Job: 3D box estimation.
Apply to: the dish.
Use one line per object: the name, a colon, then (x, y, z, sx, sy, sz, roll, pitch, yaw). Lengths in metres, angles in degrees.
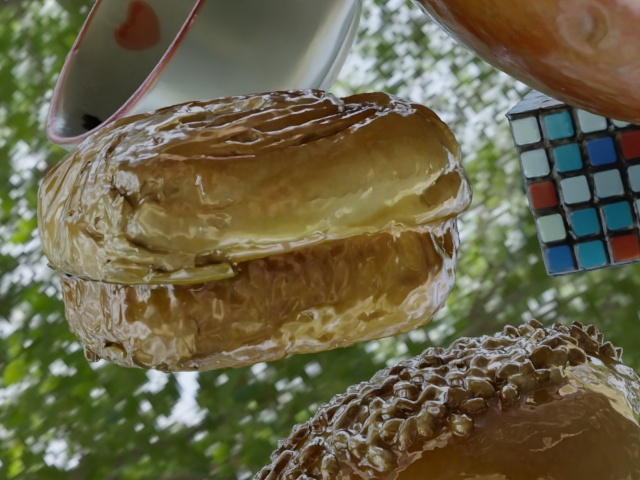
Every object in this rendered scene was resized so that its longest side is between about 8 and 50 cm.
dish: (-0.058, -0.134, 1.145, 0.117, 0.256, 0.256, 31, -126, -22)

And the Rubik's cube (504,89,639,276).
Rubik's cube: (0.317, -0.082, 1.914, 0.184, 0.187, 0.182, -40, -63, -66)

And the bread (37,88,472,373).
bread: (-0.033, -0.011, 0.875, 0.198, 0.236, 0.120, -11, -83, -15)

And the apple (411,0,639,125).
apple: (0.135, -0.198, 0.841, 0.301, 0.301, 0.301, 15, -120, -28)

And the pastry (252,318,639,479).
pastry: (0.107, 0.215, 1.444, 0.409, 0.409, 0.245, -18, -106, -39)
